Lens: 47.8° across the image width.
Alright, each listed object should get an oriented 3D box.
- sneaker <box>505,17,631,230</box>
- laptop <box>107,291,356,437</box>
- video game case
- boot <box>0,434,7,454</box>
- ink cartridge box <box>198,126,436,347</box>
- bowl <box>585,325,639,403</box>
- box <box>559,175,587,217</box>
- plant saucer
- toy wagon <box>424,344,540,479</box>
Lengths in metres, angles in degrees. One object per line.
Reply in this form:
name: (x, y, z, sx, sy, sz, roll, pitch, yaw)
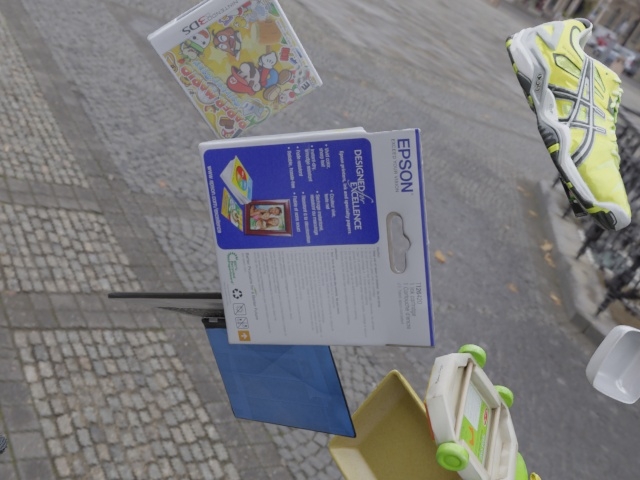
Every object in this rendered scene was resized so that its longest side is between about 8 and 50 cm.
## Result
sneaker: (0.432, -0.202, 1.182, 0.145, 0.147, 0.385, 19, 51, -65)
laptop: (-0.183, 0.256, 1.493, 0.382, 0.236, 0.408, -4, -17, 42)
video game case: (-0.134, -0.293, 1.187, 0.227, 0.206, 0.026, 56, 5, -40)
boot: (-0.706, 0.412, 1.498, 0.121, 0.099, 0.045, 38, 47, -9)
ink cartridge box: (0.000, 0.000, 1.004, 0.307, 0.304, 0.072, -2, 16, 14)
bowl: (0.586, 0.233, 1.400, 0.142, 0.142, 0.053, 26, 11, -26)
box: (0.486, -0.093, 1.314, 0.062, 0.052, 0.083, -26, 95, -21)
plant saucer: (0.205, 0.544, 1.784, 0.081, 0.333, 0.333, 3, 41, -45)
toy wagon: (0.313, 0.378, 1.376, 0.344, 0.068, 0.267, 54, 36, -21)
